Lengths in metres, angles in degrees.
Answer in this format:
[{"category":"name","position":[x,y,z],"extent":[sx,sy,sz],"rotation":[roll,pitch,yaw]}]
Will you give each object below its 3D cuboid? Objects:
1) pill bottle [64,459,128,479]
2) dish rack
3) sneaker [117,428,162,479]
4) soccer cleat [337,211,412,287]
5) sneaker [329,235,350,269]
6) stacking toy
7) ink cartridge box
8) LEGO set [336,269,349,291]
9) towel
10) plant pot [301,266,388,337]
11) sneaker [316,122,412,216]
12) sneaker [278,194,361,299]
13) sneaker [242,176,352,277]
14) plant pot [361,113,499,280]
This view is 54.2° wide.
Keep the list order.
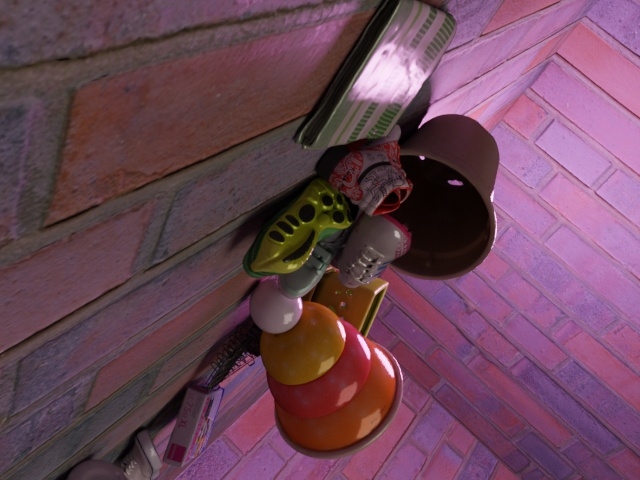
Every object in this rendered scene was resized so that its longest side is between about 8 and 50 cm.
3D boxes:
[{"category":"pill bottle","position":[-0.502,0.576,1.276],"extent":[0.246,0.136,0.136],"rotation":[-52,169,21]},{"category":"dish rack","position":[-0.194,0.265,1.589],"extent":[0.271,0.074,0.208],"rotation":[-29,157,-56]},{"category":"sneaker","position":[-0.448,0.550,1.541],"extent":[0.091,0.094,0.258],"rotation":[-20,148,-27]},{"category":"soccer cleat","position":[0.100,0.033,1.278],"extent":[0.143,0.116,0.331],"rotation":[-55,175,-10]},{"category":"sneaker","position":[0.123,0.029,1.740],"extent":[0.447,0.169,0.257],"rotation":[-20,165,-45]},{"category":"stacking toy","position":[-0.026,0.257,1.487],"extent":[0.350,0.350,0.480],"rotation":[-44,131,-21]},{"category":"ink cartridge box","position":[-0.326,0.479,1.662],"extent":[0.311,0.065,0.186],"rotation":[96,12,-80]},{"category":"LEGO set","position":[0.028,0.138,2.049],"extent":[0.132,0.107,0.287],"rotation":[23,119,-42]},{"category":"towel","position":[0.101,-0.252,0.963],"extent":[0.248,0.038,0.324],"rotation":[-54,166,27]},{"category":"plant pot","position":[0.052,0.196,1.853],"extent":[0.228,0.207,0.227],"rotation":[-69,167,9]},{"category":"sneaker","position":[0.115,-0.131,1.152],"extent":[0.270,0.145,0.090],"rotation":[-35,164,-52]},{"category":"sneaker","position":[-0.005,0.002,1.296],"extent":[0.256,0.094,0.151],"rotation":[-56,177,-12]},{"category":"sneaker","position":[-0.042,-0.027,1.096],"extent":[0.123,0.110,0.295],"rotation":[-23,-170,36]},{"category":"plant pot","position":[0.274,-0.130,1.452],"extent":[0.305,0.333,0.334],"rotation":[-53,176,-45]}]
